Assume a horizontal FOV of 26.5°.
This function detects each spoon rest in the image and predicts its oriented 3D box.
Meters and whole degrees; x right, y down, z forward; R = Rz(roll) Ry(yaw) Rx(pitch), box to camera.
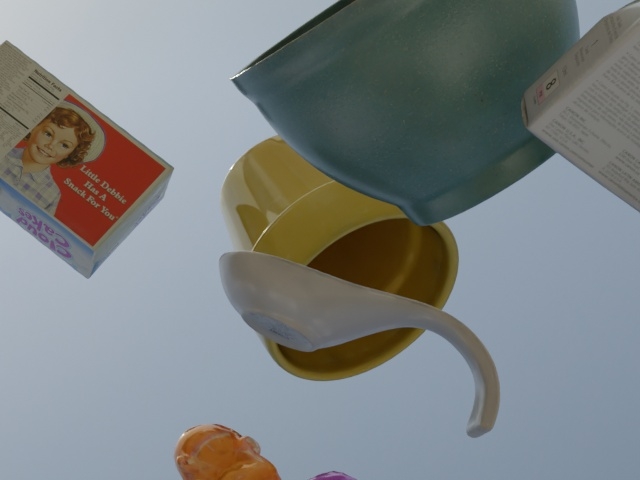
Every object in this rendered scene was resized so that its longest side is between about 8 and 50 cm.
[{"bbox_3d":[0.036,0.075,1.195,0.276,0.137,0.084,28,-109,-3],"label":"spoon rest"}]

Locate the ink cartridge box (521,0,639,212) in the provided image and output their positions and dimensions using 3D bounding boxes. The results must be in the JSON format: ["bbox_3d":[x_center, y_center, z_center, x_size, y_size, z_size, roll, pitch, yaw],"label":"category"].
[{"bbox_3d":[0.288,-0.113,0.950,0.189,0.232,0.066,33,-151,-21],"label":"ink cartridge box"}]

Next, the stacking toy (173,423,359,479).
[{"bbox_3d":[0.012,0.188,0.747,0.302,0.175,0.165,32,-81,39],"label":"stacking toy"}]

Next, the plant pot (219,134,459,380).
[{"bbox_3d":[0.000,0.000,1.638,0.254,0.254,0.239,-18,-135,-20],"label":"plant pot"}]

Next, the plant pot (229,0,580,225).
[{"bbox_3d":[0.100,-0.137,1.135,0.293,0.293,0.196,-40,-80,-29],"label":"plant pot"}]

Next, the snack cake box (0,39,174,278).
[{"bbox_3d":[-0.330,-0.100,1.644,0.264,0.089,0.152,38,-119,4],"label":"snack cake box"}]
